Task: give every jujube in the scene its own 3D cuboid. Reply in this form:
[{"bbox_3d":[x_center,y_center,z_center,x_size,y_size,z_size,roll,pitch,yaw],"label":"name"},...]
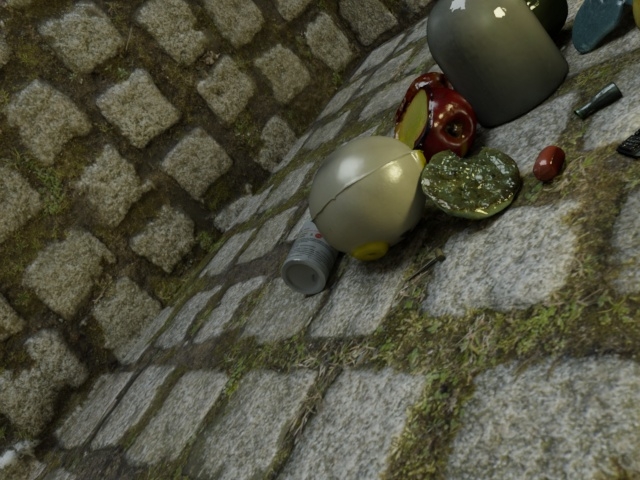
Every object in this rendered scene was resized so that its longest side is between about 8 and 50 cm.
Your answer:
[{"bbox_3d":[0.377,-0.482,2.134,0.255,0.190,0.190,-33,20,51],"label":"jujube"}]

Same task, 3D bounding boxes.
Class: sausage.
[{"bbox_3d":[0.533,-0.181,1.396,0.094,0.059,0.054,-56,17,-26],"label":"sausage"}]

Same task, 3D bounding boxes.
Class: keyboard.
[{"bbox_3d":[0.726,-0.254,1.233,0.230,0.025,0.093,-40,17,7],"label":"keyboard"}]

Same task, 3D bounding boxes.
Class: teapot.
[{"bbox_3d":[0.684,-0.343,1.475,0.111,0.043,0.043,-38,20,26],"label":"teapot"}]

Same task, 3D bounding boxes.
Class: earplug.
[{"bbox_3d":[0.504,-0.590,1.799,0.312,0.394,0.312,-37,19,15],"label":"earplug"}]

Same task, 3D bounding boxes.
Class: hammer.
[{"bbox_3d":[0.259,0.063,1.478,0.110,0.019,0.035,-40,20,16],"label":"hammer"}]

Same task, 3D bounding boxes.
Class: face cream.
[{"bbox_3d":[0.000,0.000,1.916,0.145,0.145,0.369,-28,23,36],"label":"face cream"}]

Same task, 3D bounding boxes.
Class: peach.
[{"bbox_3d":[0.354,-0.324,1.842,0.362,0.201,0.257,170,115,-76],"label":"peach"}]

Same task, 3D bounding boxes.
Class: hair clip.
[{"bbox_3d":[0.872,-0.781,1.679,0.238,0.392,0.318,-22,8,-28],"label":"hair clip"}]

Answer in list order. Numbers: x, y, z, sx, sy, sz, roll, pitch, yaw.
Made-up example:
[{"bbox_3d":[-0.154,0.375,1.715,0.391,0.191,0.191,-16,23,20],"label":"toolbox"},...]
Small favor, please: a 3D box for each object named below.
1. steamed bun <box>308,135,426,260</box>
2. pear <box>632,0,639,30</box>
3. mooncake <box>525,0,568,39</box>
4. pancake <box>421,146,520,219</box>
[{"bbox_3d":[0.130,-0.119,1.640,0.334,0.334,0.374,-50,1,-18],"label":"steamed bun"},{"bbox_3d":[0.839,-0.570,1.285,0.309,0.309,0.309,-37,21,16],"label":"pear"},{"bbox_3d":[0.631,-0.773,1.996,0.194,0.356,0.356,-52,20,0],"label":"mooncake"},{"bbox_3d":[0.373,-0.147,1.488,0.253,0.037,0.253,-4,51,5],"label":"pancake"}]
